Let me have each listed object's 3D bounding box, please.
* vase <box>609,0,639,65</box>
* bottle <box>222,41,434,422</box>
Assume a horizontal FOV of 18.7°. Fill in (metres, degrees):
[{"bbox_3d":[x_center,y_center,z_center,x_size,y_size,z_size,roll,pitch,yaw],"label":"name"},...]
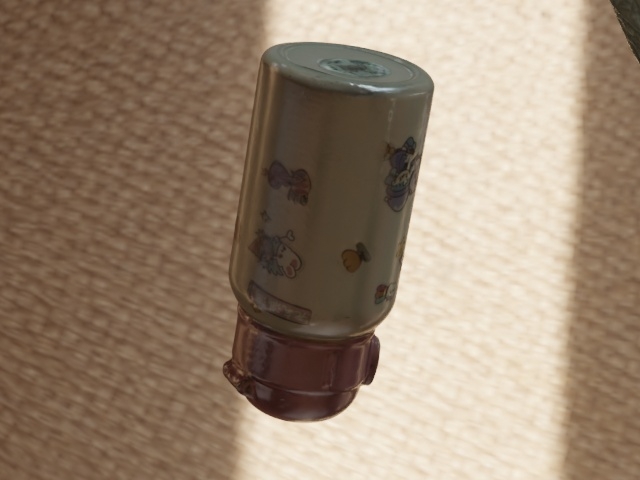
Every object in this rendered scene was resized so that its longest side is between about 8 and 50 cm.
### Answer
[{"bbox_3d":[0.168,-0.129,0.924,0.096,0.096,0.219,-39,107,-15],"label":"vase"},{"bbox_3d":[0.000,0.000,1.211,0.110,0.110,0.233,2,110,-20],"label":"bottle"}]
